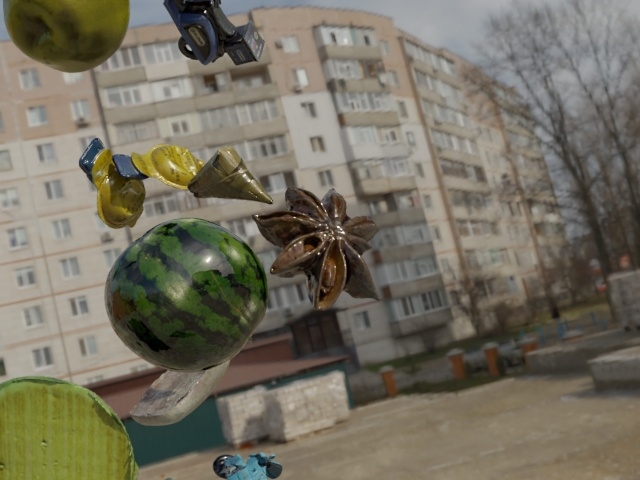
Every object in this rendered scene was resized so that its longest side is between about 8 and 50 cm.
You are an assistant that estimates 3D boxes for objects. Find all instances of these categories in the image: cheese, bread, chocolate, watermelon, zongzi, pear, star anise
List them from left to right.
[{"bbox_3d":[-0.448,0.357,1.362,0.302,0.301,0.045,-15,13,7],"label":"bread"},{"bbox_3d":[-0.553,-0.516,1.810,0.294,0.294,0.294,-14,-7,-2],"label":"pear"},{"bbox_3d":[-0.501,-0.134,1.996,0.069,0.177,0.270,12,-31,25],"label":"cheese"},{"bbox_3d":[-0.391,-0.183,2.015,0.250,0.156,0.064,-1,-39,-40],"label":"cheese"},{"bbox_3d":[-0.374,0.412,2.266,0.185,0.100,0.303,-8,23,35],"label":"chocolate"},{"bbox_3d":[-0.237,0.097,1.488,0.285,0.285,0.285,-14,-7,-2],"label":"watermelon"},{"bbox_3d":[-0.211,-0.113,1.907,0.160,0.176,0.078,-40,2,39],"label":"zongzi"},{"bbox_3d":[0.017,0.007,1.691,0.315,0.315,0.108,-9,-29,-40],"label":"star anise"}]

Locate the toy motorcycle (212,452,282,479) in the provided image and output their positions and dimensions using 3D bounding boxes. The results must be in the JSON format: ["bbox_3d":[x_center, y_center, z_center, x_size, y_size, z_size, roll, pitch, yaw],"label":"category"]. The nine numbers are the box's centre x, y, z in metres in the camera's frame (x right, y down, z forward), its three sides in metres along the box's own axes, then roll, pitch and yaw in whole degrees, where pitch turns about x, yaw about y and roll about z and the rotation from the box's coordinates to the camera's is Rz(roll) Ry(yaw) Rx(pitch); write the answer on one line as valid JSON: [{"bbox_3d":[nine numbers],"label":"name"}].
[{"bbox_3d":[-0.168,0.668,2.159,0.182,0.272,0.123,-5,-47,-26],"label":"toy motorcycle"}]

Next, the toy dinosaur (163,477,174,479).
[{"bbox_3d":[-0.379,0.567,1.831,0.242,0.053,0.167,16,-33,-18],"label":"toy dinosaur"}]

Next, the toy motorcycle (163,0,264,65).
[{"bbox_3d":[-0.298,-0.593,2.063,0.213,0.125,0.358,-8,-40,24],"label":"toy motorcycle"}]
